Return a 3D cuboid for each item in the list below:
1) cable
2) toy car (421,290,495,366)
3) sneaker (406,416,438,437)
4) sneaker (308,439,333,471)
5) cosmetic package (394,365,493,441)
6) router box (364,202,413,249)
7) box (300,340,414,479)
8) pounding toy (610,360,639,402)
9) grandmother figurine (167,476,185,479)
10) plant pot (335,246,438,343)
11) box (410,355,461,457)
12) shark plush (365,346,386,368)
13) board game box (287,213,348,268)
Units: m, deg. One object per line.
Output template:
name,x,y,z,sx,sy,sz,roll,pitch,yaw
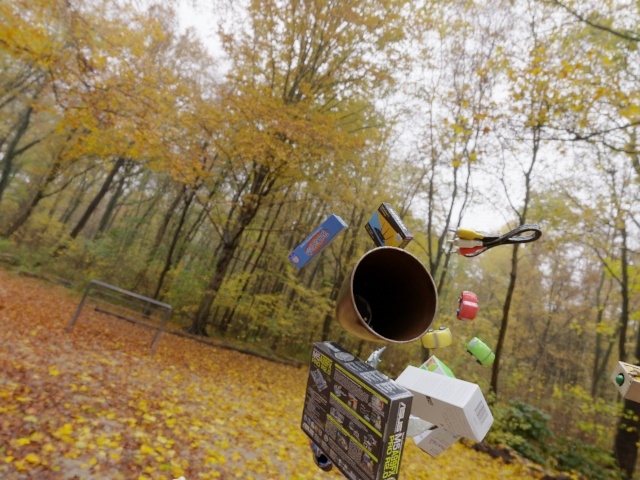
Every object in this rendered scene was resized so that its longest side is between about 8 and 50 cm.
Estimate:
cable,0.573,0.011,1.338,0.287,0.072,0.140,1,-52,24
toy car,0.474,0.313,1.286,0.225,0.239,0.053,45,-2,3
sneaker,0.308,0.563,1.235,0.152,0.058,0.085,-25,-33,-3
sneaker,0.007,0.906,1.672,0.087,0.083,0.221,-126,-167,-56
cosmetic package,0.313,0.418,1.049,0.231,0.085,0.117,-8,-66,55
router box,0.250,-0.032,1.494,0.046,0.179,0.133,3,-46,-38
box,0.063,0.365,0.850,0.060,0.217,0.270,5,7,-35
pounding toy,1.028,0.456,1.305,0.141,0.100,0.130,15,19,11
grandmother figurine,-0.479,0.865,1.271,0.342,0.208,0.104,16,-41,-16
plant pot,0.127,0.156,0.976,0.215,0.216,0.230,22,-27,-11
box,0.426,0.613,1.502,0.126,0.231,0.262,42,11,-23
shark plush,0.299,0.637,2.163,0.067,0.161,0.073,39,-38,13
board game box,0.000,0.000,1.102,0.047,0.160,0.210,47,7,3
